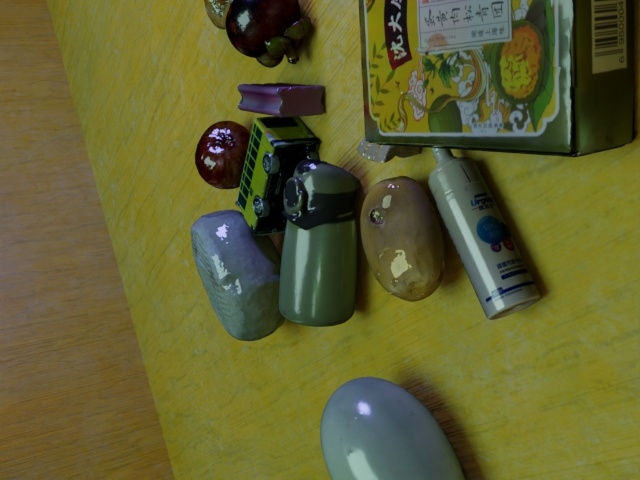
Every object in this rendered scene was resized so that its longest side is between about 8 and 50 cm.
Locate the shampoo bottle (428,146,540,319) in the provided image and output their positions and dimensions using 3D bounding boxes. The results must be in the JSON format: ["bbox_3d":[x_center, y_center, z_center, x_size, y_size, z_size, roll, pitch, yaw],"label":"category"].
[{"bbox_3d":[0.252,-0.027,1.209,0.092,0.092,0.303,-47,58,54],"label":"shampoo bottle"}]

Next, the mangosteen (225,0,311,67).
[{"bbox_3d":[-0.111,-0.470,1.635,0.200,0.200,0.199,25,120,55],"label":"mangosteen"}]

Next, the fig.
[{"bbox_3d":[-0.244,-0.200,1.950,0.207,0.175,0.175,103,146,-59],"label":"fig"}]

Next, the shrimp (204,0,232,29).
[{"bbox_3d":[-0.250,-0.639,1.930,0.132,0.052,0.187,32,133,29],"label":"shrimp"}]

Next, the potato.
[{"bbox_3d":[0.148,-0.003,1.347,0.150,0.146,0.233,-17,66,16],"label":"potato"}]

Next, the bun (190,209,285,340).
[{"bbox_3d":[-0.198,0.073,1.880,0.354,0.194,0.354,54,156,36],"label":"bun"}]

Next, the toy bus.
[{"bbox_3d":[-0.106,-0.151,1.744,0.150,0.128,0.262,54,140,38],"label":"toy bus"}]

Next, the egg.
[{"bbox_3d":[0.140,0.425,1.400,0.371,0.230,0.230,56,143,28],"label":"egg"}]

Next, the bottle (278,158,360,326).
[{"bbox_3d":[-0.002,0.000,1.576,0.168,0.169,0.346,25,118,55],"label":"bottle"}]

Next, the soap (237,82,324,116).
[{"bbox_3d":[-0.090,-0.317,1.671,0.203,0.122,0.065,24,118,56],"label":"soap"}]

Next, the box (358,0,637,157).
[{"bbox_3d":[0.232,-0.319,1.068,0.420,0.138,0.372,13,112,52],"label":"box"}]

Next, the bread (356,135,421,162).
[{"bbox_3d":[0.135,-0.222,1.334,0.077,0.105,0.152,35,129,42],"label":"bread"}]
